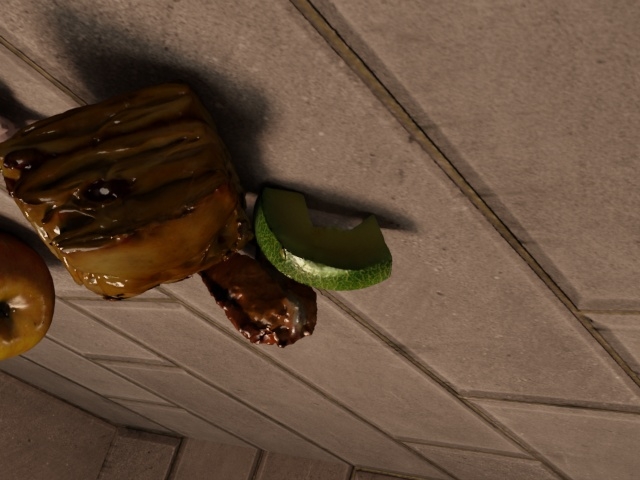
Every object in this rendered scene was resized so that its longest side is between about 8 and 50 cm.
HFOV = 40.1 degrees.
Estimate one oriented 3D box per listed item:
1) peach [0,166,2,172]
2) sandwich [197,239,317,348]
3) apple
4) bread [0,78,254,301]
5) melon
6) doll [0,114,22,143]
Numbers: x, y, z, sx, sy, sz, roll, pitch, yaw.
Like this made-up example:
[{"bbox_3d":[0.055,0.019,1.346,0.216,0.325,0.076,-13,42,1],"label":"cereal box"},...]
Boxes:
[{"bbox_3d":[-0.529,-0.139,1.362,0.077,0.050,0.083,-13,159,11],"label":"peach"},{"bbox_3d":[-0.088,0.055,1.332,0.250,0.162,0.301,53,172,-34],"label":"sandwich"},{"bbox_3d":[-0.672,0.108,1.750,0.301,0.302,0.301,16,157,7],"label":"apple"},{"bbox_3d":[-0.227,-0.032,1.103,0.277,0.167,0.324,-19,152,-6],"label":"bread"},{"bbox_3d":[0.000,0.000,1.208,0.209,0.118,0.064,12,152,2],"label":"melon"},{"bbox_3d":[-0.392,-0.125,1.242,0.365,0.094,0.160,18,160,2],"label":"doll"}]
